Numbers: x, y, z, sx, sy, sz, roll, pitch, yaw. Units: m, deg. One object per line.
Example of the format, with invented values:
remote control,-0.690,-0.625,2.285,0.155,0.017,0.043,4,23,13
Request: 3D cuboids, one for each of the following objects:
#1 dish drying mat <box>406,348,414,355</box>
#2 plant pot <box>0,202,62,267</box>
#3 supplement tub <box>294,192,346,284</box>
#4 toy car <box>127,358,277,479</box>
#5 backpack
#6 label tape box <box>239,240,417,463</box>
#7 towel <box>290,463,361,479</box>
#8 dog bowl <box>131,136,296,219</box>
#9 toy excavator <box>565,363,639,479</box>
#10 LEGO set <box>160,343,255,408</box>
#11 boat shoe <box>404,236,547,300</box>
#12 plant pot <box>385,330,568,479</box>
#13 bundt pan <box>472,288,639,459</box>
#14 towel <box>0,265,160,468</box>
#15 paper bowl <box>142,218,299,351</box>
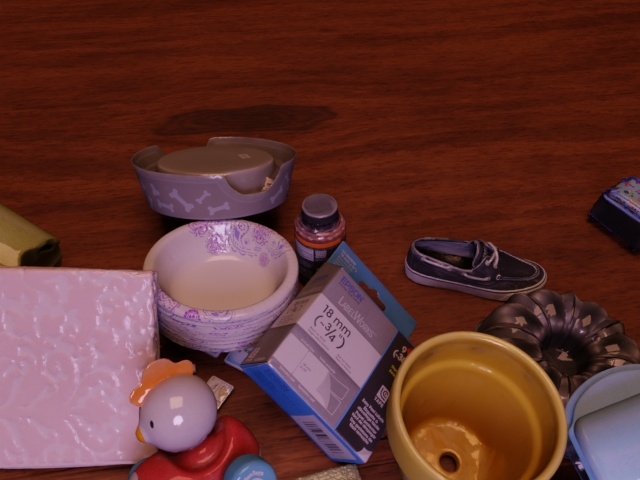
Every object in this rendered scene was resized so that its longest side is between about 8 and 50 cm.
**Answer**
dish drying mat,0.167,0.231,1.036,0.032,0.008,0.083,7,74,-35
plant pot,-0.652,0.026,1.125,0.254,0.276,0.276,24,52,1
supplement tub,0.000,0.000,1.201,0.106,0.198,0.106,0,46,0
toy car,-0.216,0.289,0.872,0.210,0.238,0.219,-29,14,-25
backpack,0.743,-0.077,1.375,0.173,0.117,0.158,-26,57,-26
label tape box,0.057,0.176,1.049,0.240,0.106,0.333,48,56,-12
towel,0.006,0.428,0.959,0.148,0.027,0.110,-14,51,-13
dog bowl,-0.224,-0.141,1.290,0.349,0.102,0.349,0,23,0
toy excavator,0.424,0.311,0.694,0.222,0.445,0.433,-29,45,16
LEGO set,-0.241,0.230,1.091,0.182,0.060,0.244,23,53,20
boat shoe,0.332,0.047,1.250,0.301,0.102,0.108,10,50,5
plant pot,0.221,0.311,0.933,0.254,0.239,0.254,2,50,-2
bundt pan,0.441,0.222,1.098,0.331,0.124,0.330,1,50,-2
towel,-0.423,0.204,0.971,0.317,0.053,0.331,1,94,-5
paper bowl,-0.185,0.096,1.126,0.284,0.148,0.284,4,37,-3
